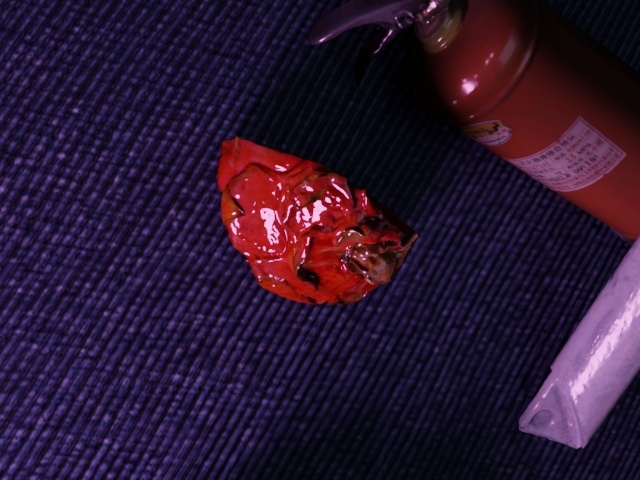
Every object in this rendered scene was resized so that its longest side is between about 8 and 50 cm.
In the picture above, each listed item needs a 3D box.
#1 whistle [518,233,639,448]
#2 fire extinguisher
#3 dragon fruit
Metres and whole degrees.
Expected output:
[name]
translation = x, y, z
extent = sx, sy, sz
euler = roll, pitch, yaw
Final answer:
[whistle]
translation = 0.250, 0.033, 1.305
extent = 0.062, 0.062, 0.312
euler = 12, 120, -35
[fire extinguisher]
translation = 0.188, -0.129, 1.286
extent = 0.376, 0.113, 0.200
euler = 28, 105, -32
[dragon fruit]
translation = 0.000, 0.000, 1.183
extent = 0.162, 0.106, 0.083
euler = 40, 71, -33
